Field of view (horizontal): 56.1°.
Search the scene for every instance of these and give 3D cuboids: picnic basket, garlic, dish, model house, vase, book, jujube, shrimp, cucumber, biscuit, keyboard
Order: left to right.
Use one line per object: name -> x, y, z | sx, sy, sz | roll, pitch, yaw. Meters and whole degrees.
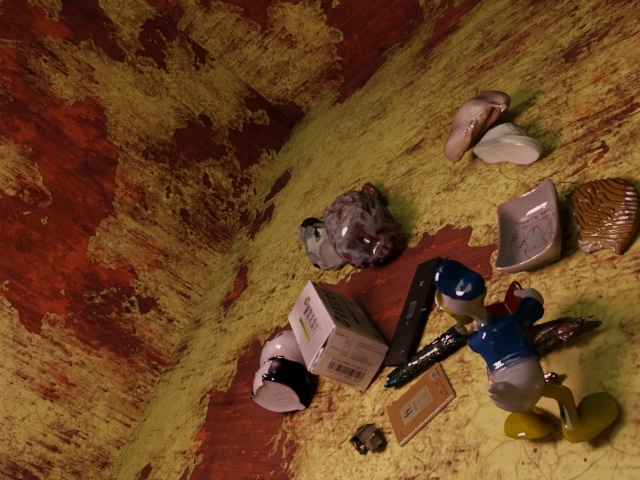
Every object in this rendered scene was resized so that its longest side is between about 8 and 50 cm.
vase -> 0.000, 0.000, 2.204 | 0.165, 0.165, 0.360 | -53, 17, 2
jujube -> 0.126, -0.040, 1.896 | 0.226, 0.226, 0.317 | -49, 16, 11
model house -> 0.112, 0.454, 1.391 | 0.058, 0.057, 0.083 | -36, -13, -36
picnic basket -> 0.176, -0.142, 2.172 | 0.110, 0.054, 0.193 | -51, 21, 11
keyboard -> 0.247, 0.183, 1.553 | 0.106, 0.027, 0.317 | -27, 33, 56
book -> 0.221, 0.365, 1.342 | 0.172, 0.012, 0.118 | -48, 22, 15
cucumber -> 0.242, 0.275, 1.395 | 0.256, 0.044, 0.043 | -43, 41, 28
garlic -> 0.456, -0.357, 1.752 | 0.217, 0.110, 0.228 | -37, -9, -39
dish -> 0.469, -0.019, 1.325 | 0.151, 0.077, 0.212 | -32, 29, 40
shrimp -> 0.415, 0.217, 1.125 | 0.251, 0.052, 0.144 | -42, 35, 42
biscuit -> 0.568, -0.056, 1.237 | 0.176, 0.031, 0.228 | -53, 21, -2

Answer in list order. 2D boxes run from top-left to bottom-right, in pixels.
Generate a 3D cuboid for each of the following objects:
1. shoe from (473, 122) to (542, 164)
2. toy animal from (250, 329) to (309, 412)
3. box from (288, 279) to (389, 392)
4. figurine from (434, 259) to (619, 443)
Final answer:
shoe -> 0.512, -0.273, 1.611 | 0.110, 0.095, 0.265 | -55, 18, -6
toy animal -> -0.106, 0.380, 1.798 | 0.235, 0.165, 0.187 | -80, 15, -45
box -> 0.039, 0.256, 1.647 | 0.145, 0.173, 0.333 | -62, 20, 10
figurine -> 0.321, 0.146, 1.035 | 0.204, 0.338, 0.283 | -32, 18, 33
